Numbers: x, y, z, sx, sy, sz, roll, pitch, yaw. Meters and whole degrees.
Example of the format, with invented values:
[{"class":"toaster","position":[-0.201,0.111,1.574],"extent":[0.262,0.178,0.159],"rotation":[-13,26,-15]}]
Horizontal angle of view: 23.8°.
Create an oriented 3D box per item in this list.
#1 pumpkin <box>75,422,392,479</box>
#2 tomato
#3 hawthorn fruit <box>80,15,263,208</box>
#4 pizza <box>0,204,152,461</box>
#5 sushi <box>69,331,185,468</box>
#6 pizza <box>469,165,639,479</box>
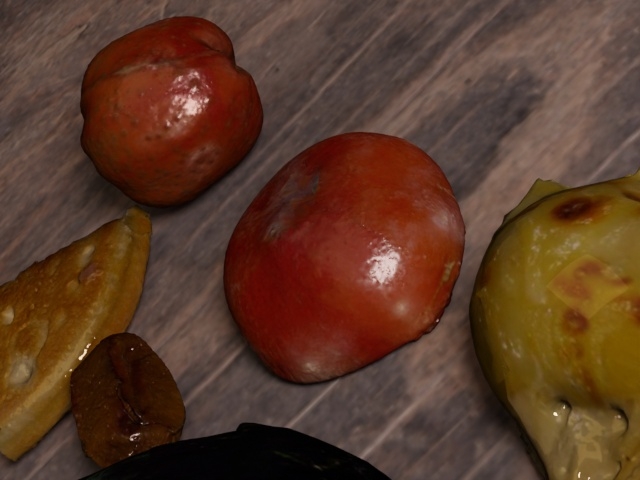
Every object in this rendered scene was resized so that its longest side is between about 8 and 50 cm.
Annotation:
[{"class":"pumpkin","position":[-0.045,0.224,0.594],"extent":[0.295,0.296,0.296],"rotation":[-24,44,25]},{"class":"tomato","position":[0.000,0.000,0.847],"extent":[0.155,0.069,0.156],"rotation":[-25,43,26]},{"class":"hawthorn fruit","position":[-0.097,-0.085,0.975],"extent":[0.128,0.128,0.128],"rotation":[-24,44,25]},{"class":"pizza","position":[-0.175,0.059,0.975],"extent":[0.131,0.041,0.178],"rotation":[-4,55,36]},{"class":"sushi","position":[-0.114,0.100,0.876],"extent":[0.055,0.052,0.120],"rotation":[-54,39,19]},{"class":"pizza","position":[0.124,0.048,0.687],"extent":[0.188,0.080,0.204],"rotation":[13,68,47]}]
